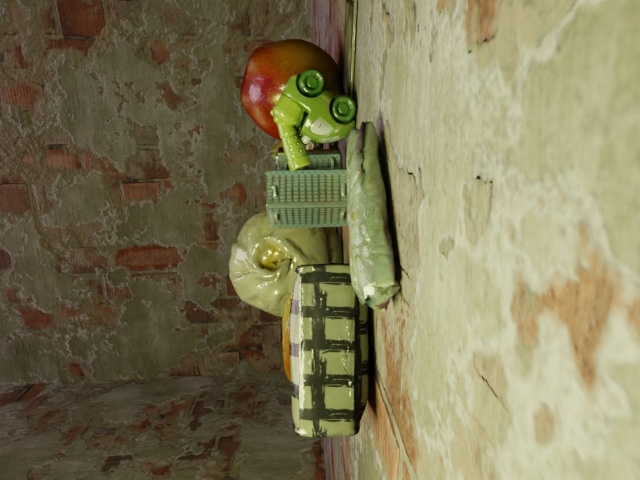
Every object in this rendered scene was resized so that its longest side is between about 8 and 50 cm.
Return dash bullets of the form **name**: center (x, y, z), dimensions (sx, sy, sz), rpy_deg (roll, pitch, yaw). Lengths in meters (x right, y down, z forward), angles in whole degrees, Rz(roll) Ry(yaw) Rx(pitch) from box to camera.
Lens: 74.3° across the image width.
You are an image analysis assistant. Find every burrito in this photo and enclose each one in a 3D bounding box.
- **burrito**: center (0.076, -0.044, 0.672), dimensions (0.096, 0.066, 0.310), rpy_deg (112, 156, -69)

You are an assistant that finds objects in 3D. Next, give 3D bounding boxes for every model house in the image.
- **model house**: center (-0.034, -0.142, 1.161), dimensions (0.215, 0.223, 0.199), rpy_deg (-96, 6, -62)

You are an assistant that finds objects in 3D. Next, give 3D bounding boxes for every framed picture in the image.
- **framed picture**: center (0.070, -0.467, 1.036), dimensions (0.173, 0.010, 0.232), rpy_deg (-97, 6, -56)

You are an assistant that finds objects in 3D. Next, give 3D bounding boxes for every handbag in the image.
- **handbag**: center (0.023, 0.212, 0.936), dimensions (0.327, 0.162, 0.326), rpy_deg (50, -140, -86)

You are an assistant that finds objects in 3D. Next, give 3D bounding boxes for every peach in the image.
- **peach**: center (-0.090, -0.447, 1.252), dimensions (0.332, 0.307, 0.308), rpy_deg (44, 147, 36)

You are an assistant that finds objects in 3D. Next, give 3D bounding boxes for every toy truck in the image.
- **toy truck**: center (-0.033, -0.292, 1.002), dimensions (0.187, 0.210, 0.148), rpy_deg (54, 179, -11)

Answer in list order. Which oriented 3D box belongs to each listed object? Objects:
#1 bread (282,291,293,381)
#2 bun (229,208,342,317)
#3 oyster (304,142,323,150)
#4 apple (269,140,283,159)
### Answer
- **bread**: center (-0.008, 0.285, 1.205), dimensions (0.156, 0.204, 0.288), rpy_deg (-116, 30, -63)
- **bun**: center (-0.098, 0.063, 1.293), dimensions (0.219, 0.364, 0.366), rpy_deg (-170, 79, -82)
- **oyster**: center (-0.015, -0.407, 1.479), dimensions (0.238, 0.114, 0.352), rpy_deg (94, -163, -82)
- **apple**: center (-0.047, -0.337, 1.683), dimensions (0.120, 0.265, 0.193), rpy_deg (-7, 50, 51)
